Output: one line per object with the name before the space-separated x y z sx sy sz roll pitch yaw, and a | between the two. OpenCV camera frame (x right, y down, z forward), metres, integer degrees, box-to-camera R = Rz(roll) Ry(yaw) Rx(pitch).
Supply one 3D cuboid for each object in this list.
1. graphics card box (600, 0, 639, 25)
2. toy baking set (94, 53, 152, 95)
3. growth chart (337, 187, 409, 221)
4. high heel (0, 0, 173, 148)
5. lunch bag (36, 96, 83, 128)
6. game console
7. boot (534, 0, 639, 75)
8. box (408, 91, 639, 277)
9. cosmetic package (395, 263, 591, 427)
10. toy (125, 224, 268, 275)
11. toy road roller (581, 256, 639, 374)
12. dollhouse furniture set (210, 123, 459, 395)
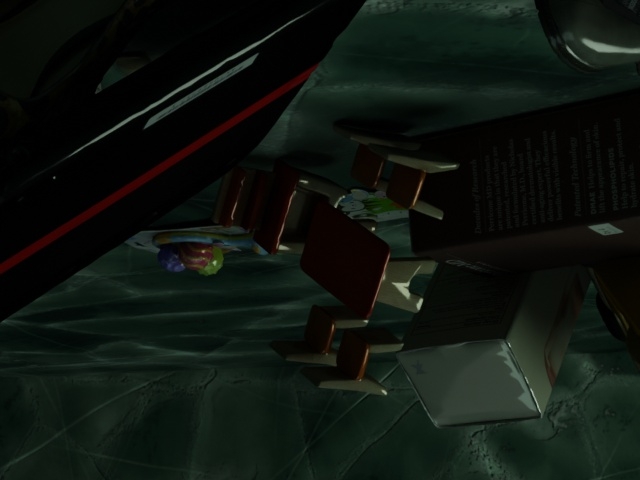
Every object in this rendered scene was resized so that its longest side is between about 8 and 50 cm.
graphics card box | 0.373 -0.138 0.913 0.371 0.094 0.233 31 171 7
toy baking set | -0.226 -0.124 1.415 0.256 0.030 0.197 -11 164 35
growth chart | 0.053 -0.038 1.862 0.237 0.021 0.172 -8 165 23
high heel | -0.176 -0.153 0.939 0.186 0.093 0.261 -50 174 27
lunch bag | -0.348 -0.116 1.077 0.256 0.212 0.305 -26 160 20
game console | -0.148 -0.069 1.114 0.386 0.060 0.342 -37 174 -32
boot | 0.290 -0.191 1.137 0.161 0.083 0.247 -22 163 40
box | 0.300 -0.059 1.546 0.381 0.143 0.191 -8 166 33
cosmetic package | 0.222 0.079 1.768 0.153 0.296 0.129 -9 123 34
toy | -0.157 0.016 1.983 0.237 0.056 0.137 -8 164 25
toy road roller | 0.445 0.046 1.681 0.241 0.329 0.202 -29 128 7
dollhouse furniture set | 0.000 0.000 1.555 0.135 0.262 0.259 9 -165 -32
